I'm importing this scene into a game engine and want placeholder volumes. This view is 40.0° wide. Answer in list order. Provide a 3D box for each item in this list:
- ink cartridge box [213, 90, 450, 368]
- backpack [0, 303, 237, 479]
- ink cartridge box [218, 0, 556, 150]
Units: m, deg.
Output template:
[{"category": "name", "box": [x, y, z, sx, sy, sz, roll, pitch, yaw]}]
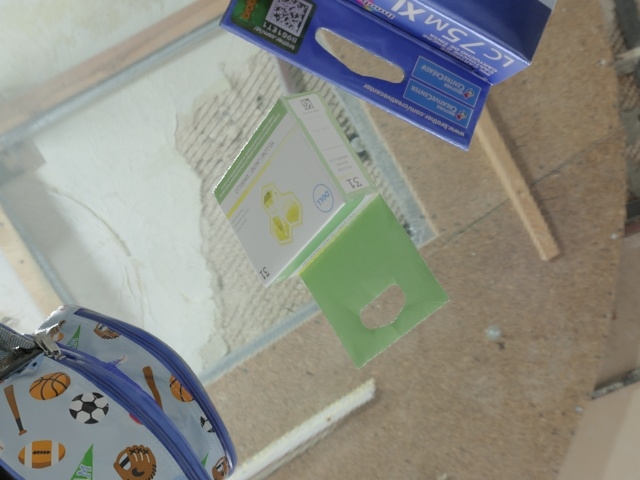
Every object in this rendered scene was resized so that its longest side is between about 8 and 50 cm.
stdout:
[{"category": "ink cartridge box", "box": [0.000, 0.000, 0.846, 0.056, 0.171, 0.235, -18, -108, -39]}, {"category": "backpack", "box": [-0.187, 0.192, 0.715, 0.213, 0.263, 0.276, -44, -53, -23]}, {"category": "ink cartridge box", "box": [0.081, -0.234, 0.554, 0.186, 0.065, 0.311, 26, -99, -12]}]
